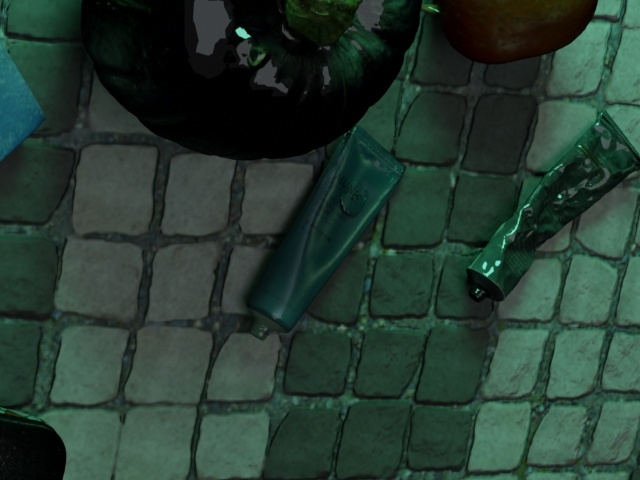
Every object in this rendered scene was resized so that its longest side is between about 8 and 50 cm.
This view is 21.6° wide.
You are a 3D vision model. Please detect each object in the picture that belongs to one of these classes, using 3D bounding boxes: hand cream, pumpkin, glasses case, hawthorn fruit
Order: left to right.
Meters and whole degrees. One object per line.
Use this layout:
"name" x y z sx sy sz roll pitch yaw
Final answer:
"glasses case" -0.343 0.183 1.441 0.267 0.067 0.103 18 97 -35
"pumpkin" -0.034 -0.203 1.383 0.296 0.296 0.295 -10 111 -29
"hand cream" 0.000 0.000 1.613 0.083 0.048 0.224 38 79 -32
"hawthorn fruit" 0.160 -0.234 1.576 0.203 0.162 0.162 -29 120 -2
"hand cream" 0.242 -0.026 1.742 0.248 0.052 0.075 -43 124 -13

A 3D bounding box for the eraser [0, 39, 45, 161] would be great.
"eraser" -0.346 -0.174 1.313 0.144 0.043 0.311 -43 124 -23
